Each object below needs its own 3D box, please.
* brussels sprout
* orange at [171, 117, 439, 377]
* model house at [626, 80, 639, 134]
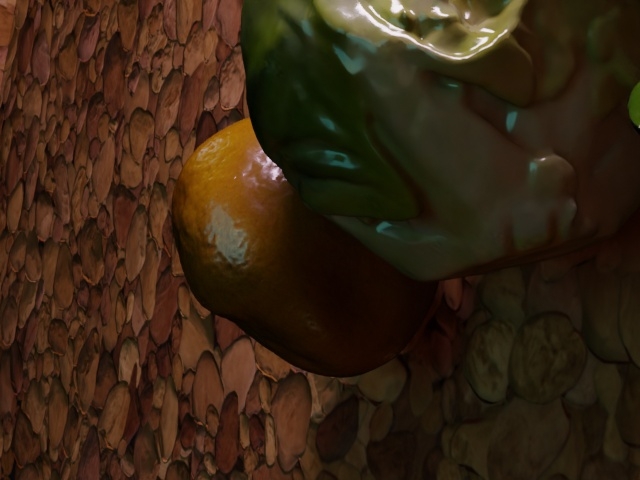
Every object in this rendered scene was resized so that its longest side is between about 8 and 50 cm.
[{"bbox_3d":[0.085,-0.129,1.228,0.344,0.268,0.344,50,149,45],"label":"brussels sprout"},{"bbox_3d":[0.000,0.000,1.422,0.183,0.249,0.249,-39,49,31],"label":"orange"},{"bbox_3d":[0.333,-0.039,0.912,0.207,0.154,0.294,-42,31,7],"label":"model house"}]
